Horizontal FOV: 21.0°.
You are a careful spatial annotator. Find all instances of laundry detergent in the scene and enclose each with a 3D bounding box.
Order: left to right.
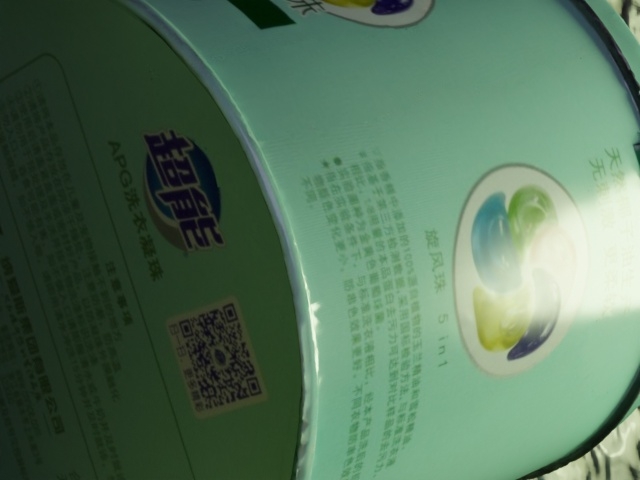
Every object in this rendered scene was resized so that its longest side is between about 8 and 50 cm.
[{"bbox_3d":[0.000,0.000,0.803,0.305,0.287,0.287,-16,73,-43],"label":"laundry detergent"}]
